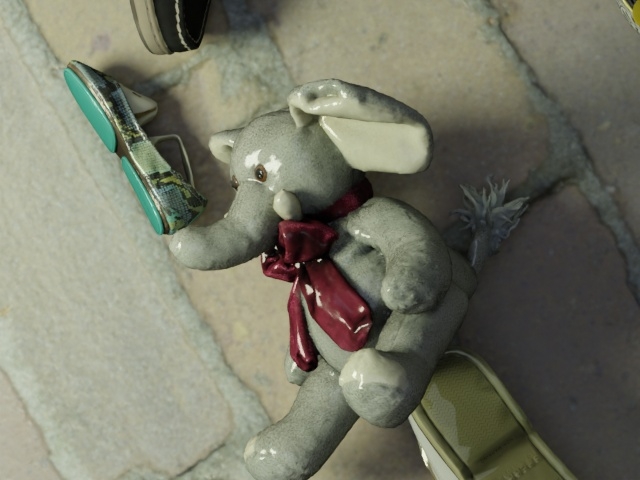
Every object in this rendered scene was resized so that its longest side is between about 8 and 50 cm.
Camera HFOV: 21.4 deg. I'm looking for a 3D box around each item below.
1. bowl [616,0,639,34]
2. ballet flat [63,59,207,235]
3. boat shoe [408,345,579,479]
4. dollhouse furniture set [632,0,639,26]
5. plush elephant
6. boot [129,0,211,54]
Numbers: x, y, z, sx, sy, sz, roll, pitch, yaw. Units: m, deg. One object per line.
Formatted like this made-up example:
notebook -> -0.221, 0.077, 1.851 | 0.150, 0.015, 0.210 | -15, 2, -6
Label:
bowl -> 0.319, -0.219, 1.464 | 0.170, 0.080, 0.170 | 3, 67, -6
ballet flat -> -0.166, -0.093, 1.561 | 0.070, 0.070, 0.188 | -31, 85, 6
boat shoe -> 0.171, 0.230, 1.464 | 0.113, 0.103, 0.302 | -26, 82, -6
dollhouse furniture set -> 0.380, -0.310, 1.434 | 0.303, 0.198, 0.286 | -26, 46, 14
plush elephant -> 0.000, 0.000, 1.429 | 0.255, 0.272, 0.330 | 40, 65, -4
boot -> -0.014, -0.340, 1.511 | 0.284, 0.138, 0.377 | 8, 83, 9
